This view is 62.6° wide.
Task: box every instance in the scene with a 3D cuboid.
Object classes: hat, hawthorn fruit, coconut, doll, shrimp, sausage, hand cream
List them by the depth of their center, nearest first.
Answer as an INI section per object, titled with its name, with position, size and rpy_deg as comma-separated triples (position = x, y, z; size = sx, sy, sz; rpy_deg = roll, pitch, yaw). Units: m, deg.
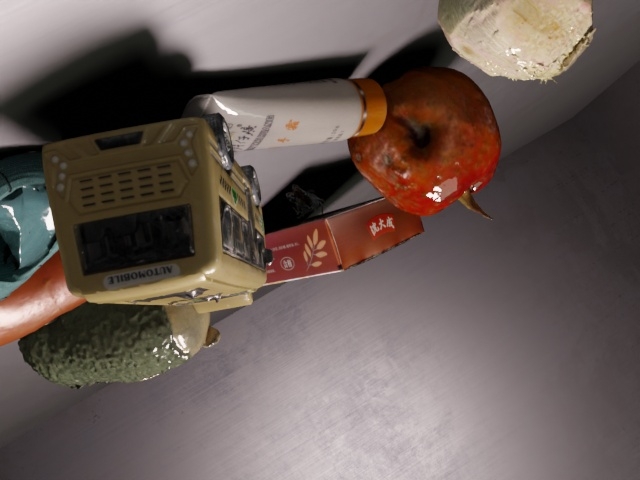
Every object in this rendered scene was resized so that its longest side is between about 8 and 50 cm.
[hat]
position = -0.336, -0.017, 0.553
size = 0.190, 0.078, 0.138
rpy_deg = -56, 158, -46
[coconut]
position = 0.235, -0.297, 0.646
size = 0.195, 0.194, 0.194
rpy_deg = -30, 171, -5
[sausage]
position = -0.374, 0.051, 0.661
size = 0.258, 0.133, 0.133
rpy_deg = -34, 176, -45
[hand cream]
position = -0.048, -0.173, 0.710
size = 0.315, 0.089, 0.140
rpy_deg = -14, 168, -31
[hawthorn fruit]
position = 0.179, -0.171, 0.925
size = 0.258, 0.261, 0.258
rpy_deg = -24, -150, 15
[doll]
position = -0.374, 0.166, 1.000
size = 0.350, 0.247, 0.247
rpy_deg = -19, 171, 2
[shrimp]
position = -0.034, -0.081, 1.237
size = 0.082, 0.076, 0.174
rpy_deg = -49, 171, 5

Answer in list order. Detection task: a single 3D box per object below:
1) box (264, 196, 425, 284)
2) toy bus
[box]
position = 0.000, 0.000, 1.312
size = 0.386, 0.122, 0.345
rpy_deg = -14, -175, 43
[toy bus]
position = -0.168, -0.014, 0.650
size = 0.177, 0.201, 0.365
rpy_deg = -11, 173, 2
